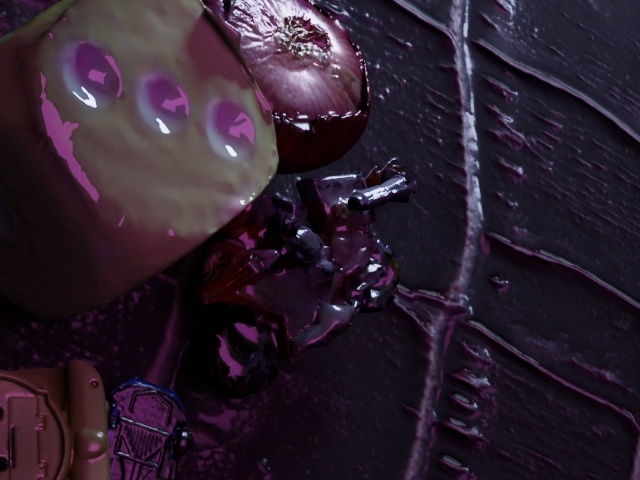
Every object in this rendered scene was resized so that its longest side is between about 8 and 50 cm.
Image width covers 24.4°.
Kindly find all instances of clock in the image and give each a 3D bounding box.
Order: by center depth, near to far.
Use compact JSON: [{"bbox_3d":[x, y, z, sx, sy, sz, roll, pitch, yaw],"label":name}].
[{"bbox_3d":[-0.304,0.191,1.309,0.232,0.069,0.170,1,66,-19],"label":"clock"}]

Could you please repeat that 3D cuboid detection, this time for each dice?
[{"bbox_3d":[-0.210,-0.089,1.368,0.250,0.254,0.252,-40,104,-35],"label":"dice"}]

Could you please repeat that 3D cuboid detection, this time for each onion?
[{"bbox_3d":[-0.061,-0.172,1.564,0.248,0.161,0.248,41,28,-28],"label":"onion"}]

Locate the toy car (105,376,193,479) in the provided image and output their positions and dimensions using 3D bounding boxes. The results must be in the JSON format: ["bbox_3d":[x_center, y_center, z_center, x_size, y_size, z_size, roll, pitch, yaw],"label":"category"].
[{"bbox_3d":[-0.190,0.237,1.413,0.103,0.063,0.216,24,62,-24],"label":"toy car"}]

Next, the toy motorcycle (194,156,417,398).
[{"bbox_3d":[0.000,0.000,1.587,0.401,0.134,0.207,-30,103,-38],"label":"toy motorcycle"}]
